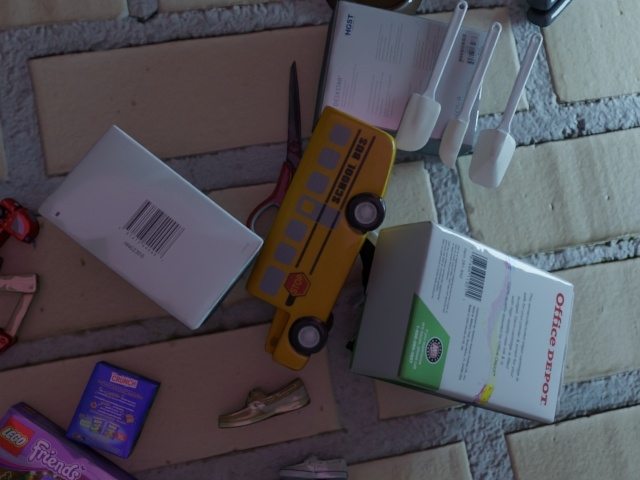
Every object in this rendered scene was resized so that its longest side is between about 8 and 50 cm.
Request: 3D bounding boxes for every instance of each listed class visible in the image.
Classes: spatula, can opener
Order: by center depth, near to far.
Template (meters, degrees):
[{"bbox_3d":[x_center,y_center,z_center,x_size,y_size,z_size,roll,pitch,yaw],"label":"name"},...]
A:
[{"bbox_3d":[0.221,-0.211,0.953,0.168,0.019,0.242,22,82,0],"label":"spatula"},{"bbox_3d":[0.418,-0.463,1.071,0.093,0.074,0.280,32,78,31],"label":"can opener"}]

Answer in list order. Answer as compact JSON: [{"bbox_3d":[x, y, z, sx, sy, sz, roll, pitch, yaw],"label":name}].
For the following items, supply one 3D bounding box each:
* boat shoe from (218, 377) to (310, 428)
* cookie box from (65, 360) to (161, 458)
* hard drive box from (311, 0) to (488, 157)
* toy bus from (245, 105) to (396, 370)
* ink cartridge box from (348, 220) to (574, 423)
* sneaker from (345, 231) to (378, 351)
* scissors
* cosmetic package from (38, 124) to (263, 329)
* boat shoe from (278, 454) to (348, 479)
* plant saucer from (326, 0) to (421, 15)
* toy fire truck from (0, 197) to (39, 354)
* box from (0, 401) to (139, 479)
[{"bbox_3d":[-0.083,0.231,0.948,0.135,0.050,0.045,-14,83,-18],"label":"boat shoe"},{"bbox_3d":[-0.285,0.233,0.923,0.091,0.040,0.107,23,83,-5],"label":"cookie box"},{"bbox_3d":[0.117,-0.235,0.992,0.232,0.089,0.181,11,84,-7],"label":"hard drive box"},{"bbox_3d":[0.000,0.000,0.899,0.130,0.108,0.333,25,98,3],"label":"toy bus"},{"bbox_3d":[0.199,0.116,0.903,0.278,0.117,0.202,21,75,-28],"label":"ink cartridge box"},{"bbox_3d":[0.077,0.102,0.961,0.121,0.079,0.217,-28,90,-10],"label":"sneaker"},{"bbox_3d":[-0.031,-0.118,1.001,0.108,0.021,0.297,15,82,-3],"label":"scissors"},{"bbox_3d":[-0.204,-0.005,0.862,0.224,0.224,0.138,38,79,-3],"label":"cosmetic package"},{"bbox_3d":[-0.011,0.327,0.957,0.100,0.035,0.035,0,58,-4],"label":"boat shoe"},{"bbox_3d":[0.085,-0.412,1.035,0.168,0.029,0.169,1,86,-8],"label":"plant saucer"},{"bbox_3d":[-0.439,0.053,0.916,0.135,0.047,0.192,38,81,-3],"label":"toy fire truck"},{"bbox_3d":[-0.350,0.384,0.892,0.293,0.057,0.201,35,81,-3],"label":"box"}]
